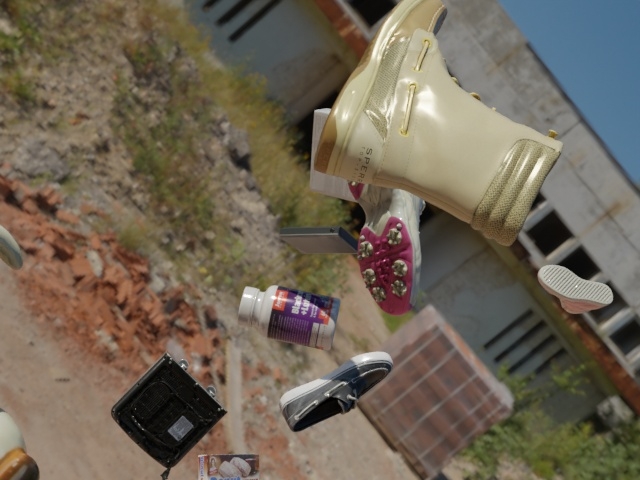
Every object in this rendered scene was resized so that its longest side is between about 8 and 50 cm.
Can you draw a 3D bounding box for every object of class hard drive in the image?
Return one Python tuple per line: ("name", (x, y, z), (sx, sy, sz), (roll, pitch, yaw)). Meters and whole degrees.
("hard drive", (0.000, 0.000, 1.691), (0.135, 0.022, 0.094), (0, -23, 32))

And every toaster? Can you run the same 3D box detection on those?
("toaster", (-0.293, 0.328, 1.666), (0.168, 0.186, 0.110), (45, -5, -5))

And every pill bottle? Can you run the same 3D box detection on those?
("pill bottle", (-0.063, 0.150, 1.740), (0.193, 0.108, 0.108), (11, 4, 2))

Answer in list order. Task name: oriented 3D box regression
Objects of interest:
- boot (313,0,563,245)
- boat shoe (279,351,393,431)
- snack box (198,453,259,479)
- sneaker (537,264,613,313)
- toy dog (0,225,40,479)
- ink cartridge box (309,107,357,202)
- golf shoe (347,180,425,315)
("boot", (0.130, -0.122, 0.819), (0.203, 0.262, 0.095), (24, -42, 6))
("boat shoe", (0.050, 0.373, 2.114), (0.102, 0.301, 0.108), (-121, -168, -47))
("snack box", (-0.158, 0.407, 1.524), (0.178, 0.022, 0.064), (26, 59, -62))
("sneaker", (0.387, 0.082, 1.375), (0.134, 0.051, 0.070), (18, -27, -18))
("toy dog", (-0.523, 0.193, 1.095), (0.395, 0.284, 0.408), (-44, 125, -58))
("ink cartridge box", (0.086, -0.177, 1.900), (0.232, 0.189, 0.066), (14, 22, 26))
("golf shoe", (0.128, -0.035, 1.407), (0.140, 0.115, 0.306), (-8, 90, -46))
